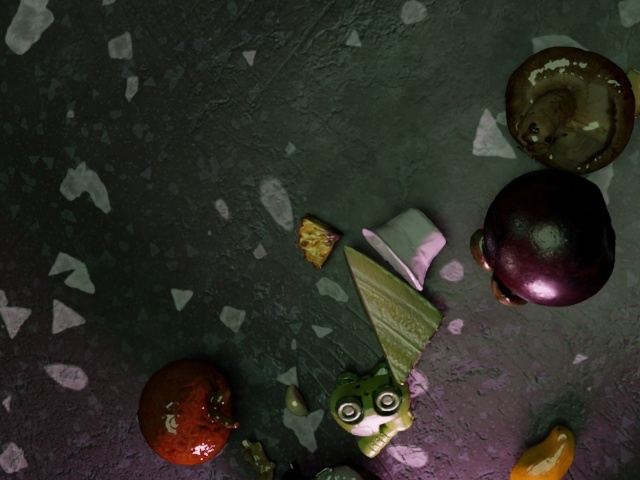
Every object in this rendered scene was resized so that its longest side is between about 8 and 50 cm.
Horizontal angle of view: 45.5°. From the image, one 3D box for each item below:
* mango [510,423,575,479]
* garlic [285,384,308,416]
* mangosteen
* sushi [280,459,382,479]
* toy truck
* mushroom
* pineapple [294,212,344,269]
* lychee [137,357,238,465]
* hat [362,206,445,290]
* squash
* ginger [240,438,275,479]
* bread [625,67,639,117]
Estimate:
[{"bbox_3d":[0.507,0.503,1.729,0.098,0.075,0.190,42,97,2],"label":"mango"},{"bbox_3d":[-0.060,0.397,1.878,0.041,0.053,0.083,-27,84,30],"label":"garlic"},{"bbox_3d":[0.456,-0.005,1.585,0.300,0.300,0.300,1,96,15],"label":"mangosteen"},{"bbox_3d":[-0.019,0.635,1.818,0.348,0.207,0.234,-28,76,10],"label":"sushi"},{"bbox_3d":[0.136,0.395,1.787,0.187,0.148,0.210,-32,108,12],"label":"toy truck"},{"bbox_3d":[0.521,-0.264,1.581,0.267,0.254,0.267,-1,114,-1],"label":"mushroom"},{"bbox_3d":[0.000,0.000,1.822,0.116,0.069,0.137,-11,101,10],"label":"pineapple"},{"bbox_3d":[-0.319,0.415,1.848,0.300,0.255,0.255,-16,91,47],"label":"lychee"},{"bbox_3d":[0.201,0.004,1.718,0.126,0.203,0.203,-43,84,-2],"label":"hat"},{"bbox_3d":[0.123,0.173,1.775,0.289,0.111,0.203,33,83,6],"label":"squash"},{"bbox_3d":[-0.155,0.554,1.924,0.057,0.044,0.137,-31,93,-14],"label":"ginger"},{"bbox_3d":[0.647,-0.299,1.609,0.084,0.080,0.109,37,101,12],"label":"bread"}]
